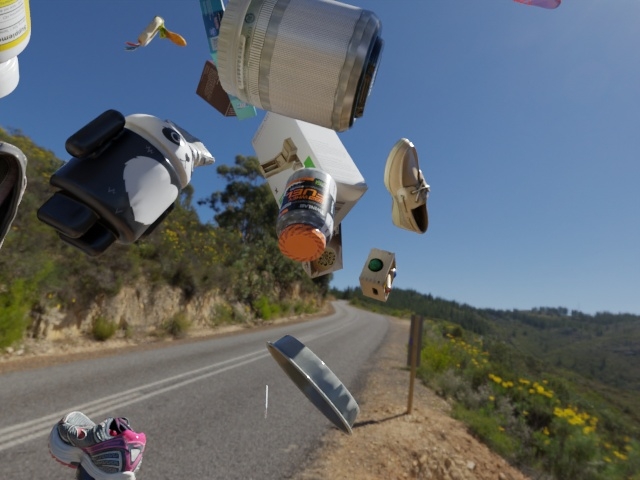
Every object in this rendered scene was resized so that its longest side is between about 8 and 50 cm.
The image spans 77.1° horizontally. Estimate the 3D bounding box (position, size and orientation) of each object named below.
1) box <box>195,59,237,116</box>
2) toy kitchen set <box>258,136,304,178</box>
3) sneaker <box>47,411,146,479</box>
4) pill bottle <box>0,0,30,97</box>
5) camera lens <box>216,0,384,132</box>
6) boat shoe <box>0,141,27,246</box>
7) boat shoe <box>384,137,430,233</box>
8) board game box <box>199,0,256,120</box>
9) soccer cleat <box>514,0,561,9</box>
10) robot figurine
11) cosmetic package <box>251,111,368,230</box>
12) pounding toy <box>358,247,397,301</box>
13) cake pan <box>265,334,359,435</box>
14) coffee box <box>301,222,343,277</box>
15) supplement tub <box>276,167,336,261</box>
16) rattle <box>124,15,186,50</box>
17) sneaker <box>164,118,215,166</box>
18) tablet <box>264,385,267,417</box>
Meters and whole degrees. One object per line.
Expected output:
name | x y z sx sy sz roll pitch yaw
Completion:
box | -0.431 -0.702 1.863 0.203 0.167 0.168 40 31 13
toy kitchen set | -0.086 -0.169 0.895 0.075 0.068 0.083 -28 -10 -20
sneaker | -0.447 0.410 0.823 0.299 0.112 0.121 3 -24 39
pill bottle | -0.484 -0.351 0.504 0.188 0.187 0.334 12 -37 -24
camera lens | -0.029 -0.344 0.771 0.274 0.219 0.219 17 -11 3
boat shoe | -0.612 -0.017 0.692 0.095 0.335 0.112 16 -8 45
boat shoe | 0.274 -0.152 1.192 0.110 0.121 0.341 30 -23 34
board game box | -0.329 -0.651 1.465 0.079 0.253 0.336 -15 -20 -1
soccer cleat | 0.509 -0.665 1.056 0.248 0.095 0.083 45 26 13
robot figurine | -0.357 -0.104 0.733 0.173 0.278 0.209 41 -30 -13
cosmetic package | -0.043 -0.216 1.121 0.155 0.365 0.197 4 -44 -40
pounding toy | 0.176 0.103 1.155 0.100 0.130 0.141 14 -28 23
cake pan | -0.016 0.339 0.971 0.293 0.054 0.293 40 -22 20
coffee box | 0.000 0.000 1.818 0.168 0.297 0.119 -15 30 -20
supplement tub | -0.028 -0.055 0.847 0.117 0.190 0.117 3 -44 3
rattle | -0.626 -0.740 1.521 0.130 0.199 0.142 -14 -45 27
sneaker | -0.483 -0.334 1.432 0.115 0.105 0.281 1 37 -51
tablet | -0.171 0.506 1.261 0.006 0.054 0.083 3 33 -7
